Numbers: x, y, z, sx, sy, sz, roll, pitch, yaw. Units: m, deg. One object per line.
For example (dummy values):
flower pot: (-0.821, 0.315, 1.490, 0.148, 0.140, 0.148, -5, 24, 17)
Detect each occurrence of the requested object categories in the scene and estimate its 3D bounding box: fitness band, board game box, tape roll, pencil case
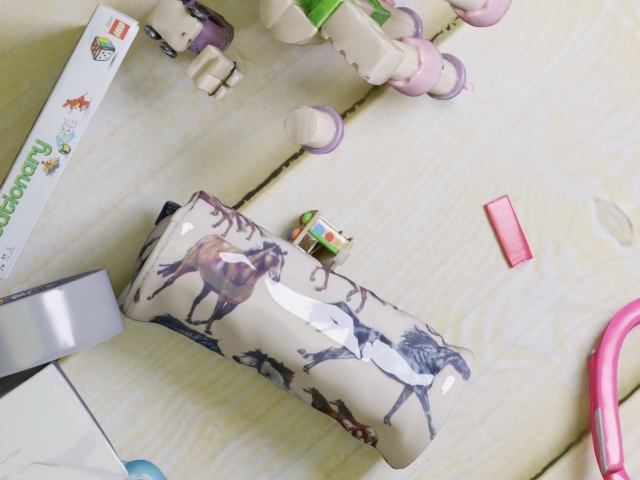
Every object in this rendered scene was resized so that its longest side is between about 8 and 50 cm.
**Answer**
fitness band: (0.427, 0.204, 1.984, 0.209, 0.054, 0.291, 1, 70, -4)
board game box: (-0.294, -0.103, 1.812, 0.053, 0.193, 0.305, 28, 85, -10)
tape roll: (-0.324, 0.096, 1.793, 0.219, 0.219, 0.072, -18, 93, -10)
pencil case: (-0.022, 0.105, 1.880, 0.410, 0.183, 0.160, 31, 62, -10)

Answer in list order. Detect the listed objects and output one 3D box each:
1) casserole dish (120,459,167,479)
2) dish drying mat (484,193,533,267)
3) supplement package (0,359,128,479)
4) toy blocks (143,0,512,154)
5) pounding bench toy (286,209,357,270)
casserole dish: (-0.204, 0.341, 1.910, 0.114, 0.037, 0.188, -27, 94, -10)
dish drying mat: (0.226, -0.011, 2.004, 0.032, 0.008, 0.083, -24, 94, -10)
supplement package: (-0.331, 0.237, 1.801, 0.194, 0.203, 0.149, -34, 97, -8)
toy blocks: (0.035, -0.251, 1.884, 0.309, 0.260, 0.288, -48, 68, 16)
pounding bench toy: (0.000, 0.000, 1.923, 0.065, 0.083, 0.052, 39, 84, -9)
